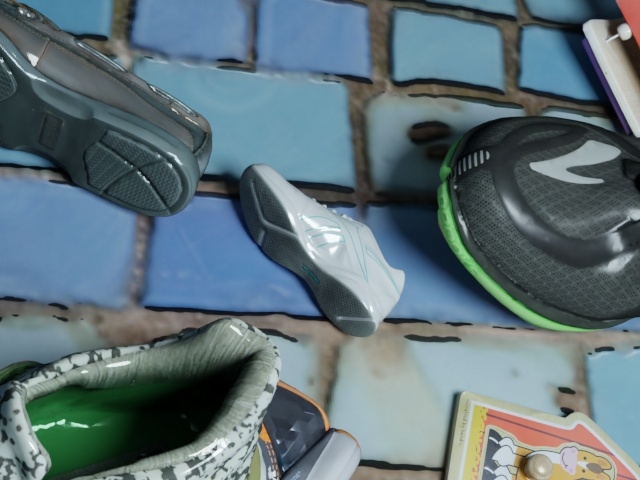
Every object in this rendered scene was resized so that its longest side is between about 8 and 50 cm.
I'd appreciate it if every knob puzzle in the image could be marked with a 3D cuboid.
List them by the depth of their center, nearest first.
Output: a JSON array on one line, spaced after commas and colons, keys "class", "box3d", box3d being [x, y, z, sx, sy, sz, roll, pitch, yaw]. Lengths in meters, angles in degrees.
[{"class": "knob puzzle", "box3d": [0.179, 0.211, 0.817, 0.213, 0.030, 0.213, 7, 64, -15]}]

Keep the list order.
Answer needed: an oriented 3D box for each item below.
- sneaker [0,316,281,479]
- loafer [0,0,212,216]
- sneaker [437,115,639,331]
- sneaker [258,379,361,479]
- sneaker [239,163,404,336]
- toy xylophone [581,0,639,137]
[{"class": "sneaker", "box3d": [-0.183, 0.120, 0.510, 0.410, 0.182, 0.158, -21, 63, -37]}, {"class": "loafer", "box3d": [-0.200, -0.114, 0.823, 0.267, 0.096, 0.084, 32, 41, -9]}, {"class": "sneaker", "box3d": [0.319, -0.018, 0.869, 0.482, 0.202, 0.185, 9, 63, -14]}, {"class": "sneaker", "box3d": [-0.126, 0.191, 0.689, 0.180, 0.124, 0.321, 36, 50, 5]}, {"class": "sneaker", "box3d": [0.000, 0.000, 0.849, 0.152, 0.053, 0.061, 49, 52, 1]}, {"class": "toy xylophone", "box3d": [0.369, -0.223, 0.958, 0.236, 0.322, 0.081, 59, 22, 12]}]
